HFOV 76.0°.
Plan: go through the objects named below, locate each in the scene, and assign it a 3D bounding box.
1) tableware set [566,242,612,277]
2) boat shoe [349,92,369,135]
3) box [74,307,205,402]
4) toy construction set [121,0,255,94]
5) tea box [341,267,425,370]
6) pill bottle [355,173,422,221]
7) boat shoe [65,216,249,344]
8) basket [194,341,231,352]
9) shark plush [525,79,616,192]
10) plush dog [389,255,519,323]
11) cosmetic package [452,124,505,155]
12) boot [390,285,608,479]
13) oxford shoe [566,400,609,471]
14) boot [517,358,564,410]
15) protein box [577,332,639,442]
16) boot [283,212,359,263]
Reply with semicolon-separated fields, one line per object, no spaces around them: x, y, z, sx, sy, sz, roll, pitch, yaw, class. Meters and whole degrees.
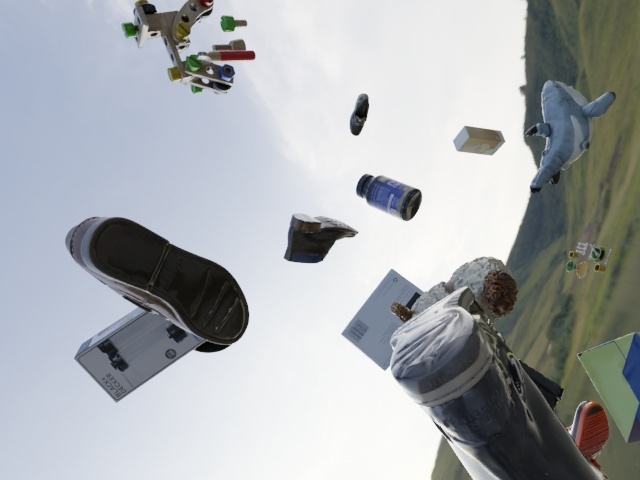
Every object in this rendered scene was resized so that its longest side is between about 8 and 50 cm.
0.767;0.059;1.184;0.154;0.024;0.104;-90;14;-82;tableware set
0.134;-0.428;1.416;0.049;0.056;0.152;-92;9;-51;boat shoe
-0.459;0.267;1.084;0.290;0.087;0.169;-33;-71;-9;box
-0.336;-0.476;1.008;0.237;0.309;0.257;-19;-58;-32;toy construction set
0.276;0.333;1.660;0.329;0.220;0.323;-50;-19;-9;tea box
0.238;-0.160;1.455;0.123;0.219;0.123;-34;-41;-36;pill bottle
-0.233;0.062;0.631;0.307;0.104;0.111;51;-127;-40;boat shoe
-0.382;0.299;1.529;0.227;0.204;0.154;-76;-23;-80;basket
0.273;-0.118;0.487;0.161;0.067;0.073;-60;-4;-9;shark plush
0.290;0.125;0.833;0.225;0.210;0.262;-50;0;13;plush dog
0.411;-0.258;1.064;0.060;0.115;0.041;118;149;-56;cosmetic package
0.225;0.213;0.525;0.138;0.284;0.377;-37;-9;9;boot
0.624;0.491;1.004;0.096;0.098;0.271;-10;-68;-15;oxford shoe
0.385;0.356;0.905;0.207;0.246;0.094;-54;-15;-18;boot
0.745;0.327;0.939;0.201;0.200;0.136;9;-38;-37;protein box
0.000;0.000;0.985;0.219;0.082;0.106;6;-71;-44;boot
